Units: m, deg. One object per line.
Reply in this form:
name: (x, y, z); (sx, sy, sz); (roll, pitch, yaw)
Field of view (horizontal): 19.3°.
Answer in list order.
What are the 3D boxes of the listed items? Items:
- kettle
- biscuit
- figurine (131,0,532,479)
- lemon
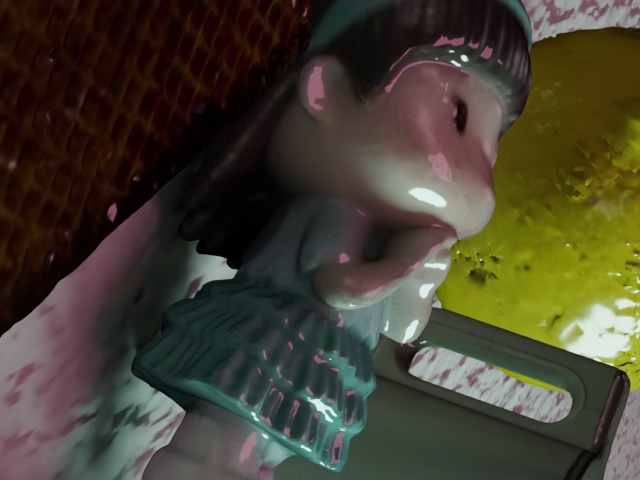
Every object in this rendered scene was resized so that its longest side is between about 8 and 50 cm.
kettle: (0.041, 0.102, 0.798); (0.127, 0.148, 0.098); (-51, 150, -50)
biscuit: (-0.078, -0.053, 0.454); (0.252, 0.070, 0.106); (-48, 147, -51)
figurine: (0.000, 0.000, 0.676); (0.138, 0.110, 0.245); (59, 52, -78)
lemon: (0.135, -0.011, 0.939); (0.173, 0.173, 0.206); (-52, 161, -48)
